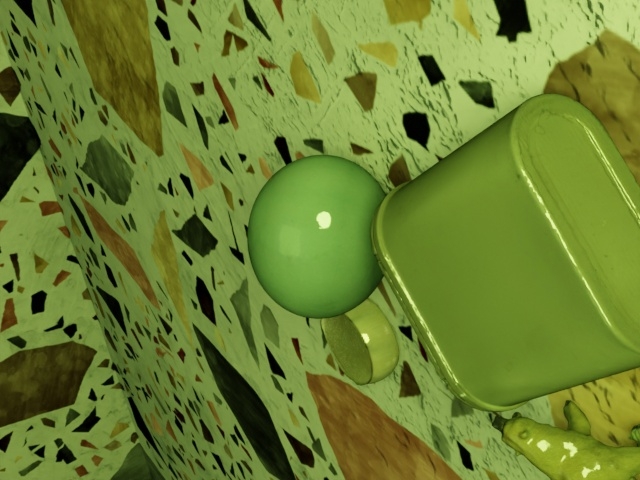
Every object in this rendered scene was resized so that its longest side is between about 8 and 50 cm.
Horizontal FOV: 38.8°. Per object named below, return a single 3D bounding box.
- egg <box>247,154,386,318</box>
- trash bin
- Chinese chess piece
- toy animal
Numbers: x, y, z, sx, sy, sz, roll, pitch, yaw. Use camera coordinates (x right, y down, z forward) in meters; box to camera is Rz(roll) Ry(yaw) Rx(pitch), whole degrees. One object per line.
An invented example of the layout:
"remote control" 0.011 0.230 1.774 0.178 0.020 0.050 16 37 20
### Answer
"egg" 0.000 0.000 1.046 0.168 0.168 0.231 51 156 25
"trash bin" 0.174 0.023 0.798 0.243 0.121 0.247 62 153 5
"Chinese chess piece" 0.053 0.132 1.211 0.122 0.051 0.122 44 147 39
"toy animal" 0.261 0.228 0.831 0.218 0.101 0.103 56 156 8
